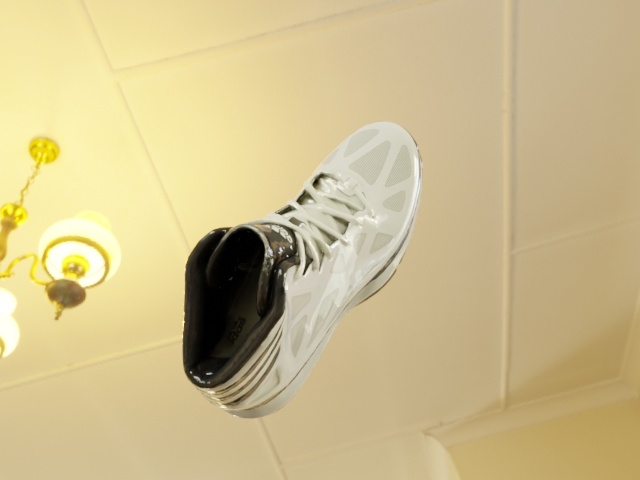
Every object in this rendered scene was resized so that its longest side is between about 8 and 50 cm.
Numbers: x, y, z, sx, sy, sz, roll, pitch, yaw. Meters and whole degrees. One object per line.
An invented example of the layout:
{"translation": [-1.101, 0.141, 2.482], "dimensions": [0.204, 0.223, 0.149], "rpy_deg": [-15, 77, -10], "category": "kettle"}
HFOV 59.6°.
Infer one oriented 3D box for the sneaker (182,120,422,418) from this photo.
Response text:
{"translation": [0.001, 0.001, 0.656], "dimensions": [0.447, 0.169, 0.257], "rpy_deg": [-58, -13, -15], "category": "sneaker"}
